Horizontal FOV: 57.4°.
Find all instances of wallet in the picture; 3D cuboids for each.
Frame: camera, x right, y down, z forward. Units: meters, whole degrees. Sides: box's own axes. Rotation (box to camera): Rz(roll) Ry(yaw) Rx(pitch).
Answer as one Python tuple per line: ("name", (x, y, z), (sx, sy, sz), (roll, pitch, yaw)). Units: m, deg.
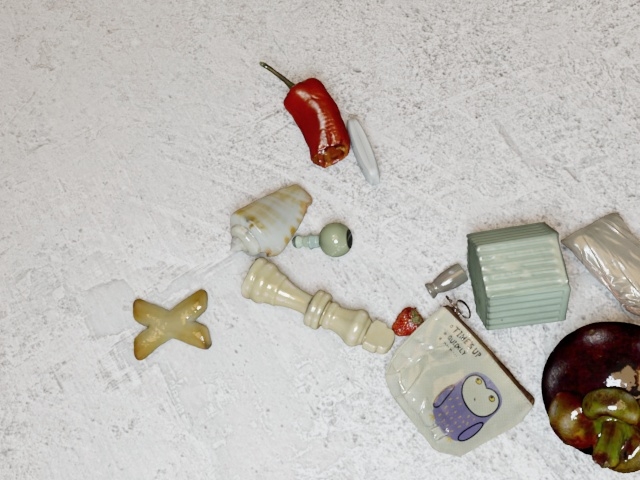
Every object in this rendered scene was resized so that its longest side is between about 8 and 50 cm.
("wallet", (0.314, 0.331, 1.372), (0.275, 0.068, 0.335), (-39, 84, 0))

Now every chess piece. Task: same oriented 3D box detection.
("chess piece", (-0.001, 0.171, 1.456), (0.397, 0.117, 0.117), (24, 79, 13))

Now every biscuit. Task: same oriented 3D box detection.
("biscuit", (-0.392, 0.218, 1.531), (0.208, 0.047, 0.164), (-10, 72, 6))

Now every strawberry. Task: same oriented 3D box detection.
("strawberry", (0.215, 0.205, 1.446), (0.083, 0.073, 0.073), (-41, 69, 34))

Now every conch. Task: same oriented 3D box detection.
("conch", (-0.139, -0.058, 1.531), (0.158, 0.127, 0.255), (38, 82, 17))

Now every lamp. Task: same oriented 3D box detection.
("lamp", (0.000, 0.000, 1.525), (0.163, 0.091, 0.091), (-2, 74, 22))

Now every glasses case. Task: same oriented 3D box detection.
("glasses case", (0.115, -0.239, 1.574), (0.049, 0.076, 0.197), (-20, 73, 0))

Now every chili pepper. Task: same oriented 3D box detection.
("chili pepper", (-0.027, -0.371, 1.600), (0.131, 0.134, 0.338), (-31, 71, 16))

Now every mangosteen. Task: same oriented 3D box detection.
("mangosteen", (0.611, 0.332, 1.207), (0.307, 0.347, 0.306), (10, 113, 24))

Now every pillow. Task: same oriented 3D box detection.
("pillow", (0.737, 0.053, 1.409), (0.173, 0.067, 0.270), (-36, 73, -8))

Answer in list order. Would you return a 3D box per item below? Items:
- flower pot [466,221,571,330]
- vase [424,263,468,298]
("flower pot", (0.454, 0.082, 1.366), (0.190, 0.209, 0.239), (-8, 74, 6))
("vase", (0.313, 0.103, 1.462), (0.101, 0.053, 0.053), (-31, 72, 3))
